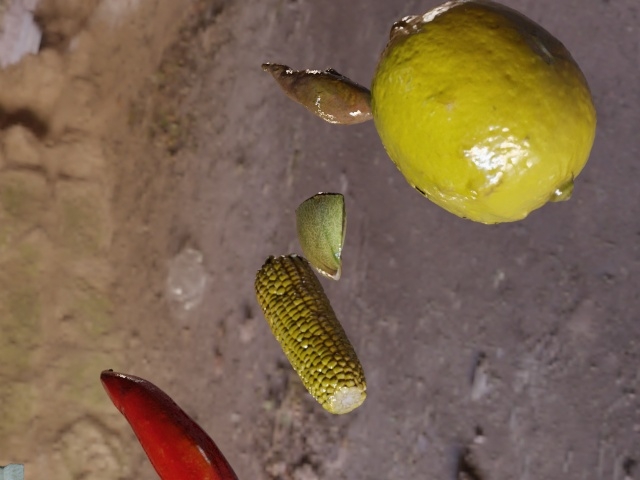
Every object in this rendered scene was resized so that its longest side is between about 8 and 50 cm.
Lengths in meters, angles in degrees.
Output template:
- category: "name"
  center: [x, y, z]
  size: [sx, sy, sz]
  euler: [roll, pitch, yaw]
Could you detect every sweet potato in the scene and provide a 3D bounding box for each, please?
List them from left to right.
- category: "sweet potato"
  center: [-0.007, -0.201, 1.574]
  size: [0.226, 0.068, 0.068]
  euler: [26, 106, 32]

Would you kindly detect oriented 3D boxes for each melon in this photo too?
- category: "melon"
  center: [0.000, 0.000, 1.901]
  size: [0.160, 0.079, 0.128]
  euler: [97, 171, -61]

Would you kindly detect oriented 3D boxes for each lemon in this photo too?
- category: "lemon"
  center: [0.195, -0.159, 1.440]
  size: [0.261, 0.283, 0.260]
  euler: [-62, -11, -21]

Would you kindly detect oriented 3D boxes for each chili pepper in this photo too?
- category: "chili pepper"
  center: [-0.152, 0.303, 1.443]
  size: [0.137, 0.091, 0.369]
  euler: [-36, 77, 56]

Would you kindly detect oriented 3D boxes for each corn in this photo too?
- category: "corn"
  center: [-0.015, 0.121, 1.580]
  size: [0.260, 0.091, 0.091]
  euler: [60, 178, 43]

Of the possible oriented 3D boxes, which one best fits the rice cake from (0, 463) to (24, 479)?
- category: "rice cake"
  center: [-0.535, 0.480, 1.903]
  size: [0.043, 0.127, 0.237]
  euler: [0, 92, 52]
